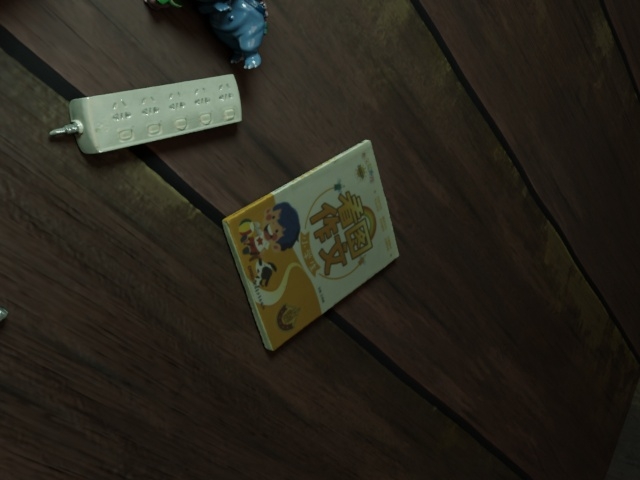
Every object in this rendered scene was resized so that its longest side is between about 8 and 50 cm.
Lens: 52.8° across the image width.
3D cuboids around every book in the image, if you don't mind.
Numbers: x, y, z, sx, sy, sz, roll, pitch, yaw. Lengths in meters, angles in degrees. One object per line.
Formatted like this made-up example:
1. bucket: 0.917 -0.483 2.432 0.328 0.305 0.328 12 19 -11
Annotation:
1. book: 0.000 0.000 0.958 0.295 0.020 0.208 -34 117 -35

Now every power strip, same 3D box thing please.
1. power strip: -0.189 -0.149 0.750 0.252 0.027 0.060 -23 111 -39

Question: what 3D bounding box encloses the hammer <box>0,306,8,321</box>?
1. hammer: -0.392 0.106 0.609 0.182 0.017 0.062 -44 123 -28

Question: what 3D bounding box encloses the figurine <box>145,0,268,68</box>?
1. figurine: -0.119 -0.286 0.749 0.144 0.114 0.178 -36 128 -32
